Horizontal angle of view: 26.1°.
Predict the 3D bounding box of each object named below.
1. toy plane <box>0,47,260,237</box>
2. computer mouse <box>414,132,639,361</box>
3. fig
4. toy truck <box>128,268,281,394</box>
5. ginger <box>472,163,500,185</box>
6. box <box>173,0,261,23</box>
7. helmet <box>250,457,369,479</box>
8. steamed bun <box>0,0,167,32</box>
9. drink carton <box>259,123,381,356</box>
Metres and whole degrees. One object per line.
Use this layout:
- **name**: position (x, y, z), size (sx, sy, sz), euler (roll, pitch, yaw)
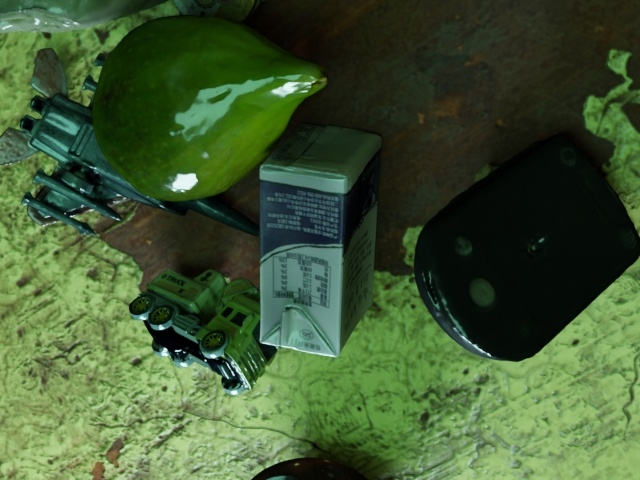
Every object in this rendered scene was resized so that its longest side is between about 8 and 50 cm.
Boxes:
- **toy plane**: position (-0.207, -0.081, 1.576), size (0.326, 0.104, 0.223), euler (28, 92, 2)
- **computer mouse**: position (0.195, 0.018, 1.391), size (0.170, 0.269, 0.100), euler (57, 148, -1)
- **fig**: position (-0.102, -0.150, 1.418), size (0.275, 0.206, 0.206), euler (-11, 111, 49)
- **toy truck**: position (-0.128, 0.092, 1.614), size (0.191, 0.116, 0.085), euler (22, 150, 40)
- **ginger**: position (0.190, 0.025, 1.504), size (0.133, 0.059, 0.214), euler (-15, 109, 21)
- **box**: position (-0.111, -0.280, 1.486), size (0.105, 0.037, 0.105), euler (8, 116, 17)
- **helmet**: position (-0.007, 0.359, 1.654), size (0.216, 0.193, 0.189), euler (23, 115, 4)
- **steamed bun**: position (-0.263, -0.294, 1.426), size (0.211, 0.218, 0.144), euler (4, 111, 45)
- **drink carton**: position (0.000, 0.000, 1.519), size (0.102, 0.134, 0.222), euler (8, 117, 14)
